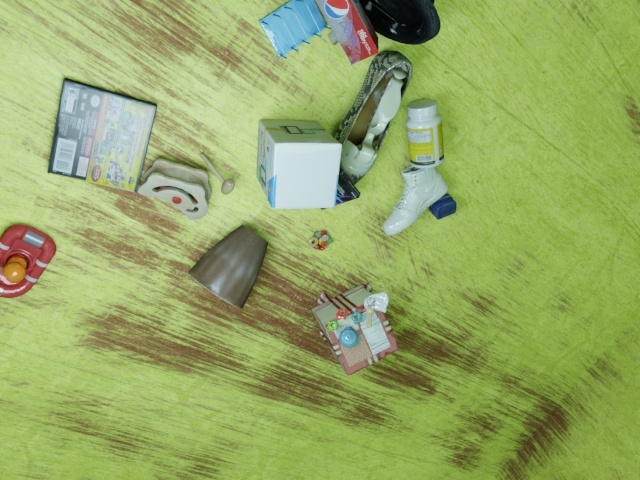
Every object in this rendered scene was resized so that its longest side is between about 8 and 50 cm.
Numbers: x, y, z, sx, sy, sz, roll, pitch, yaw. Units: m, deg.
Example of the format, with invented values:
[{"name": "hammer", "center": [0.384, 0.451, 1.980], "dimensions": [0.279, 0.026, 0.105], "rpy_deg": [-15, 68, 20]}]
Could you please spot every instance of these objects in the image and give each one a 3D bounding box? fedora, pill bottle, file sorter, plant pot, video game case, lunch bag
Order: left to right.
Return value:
[{"name": "video game case", "center": [-0.628, -0.294, 1.493], "dimensions": [0.248, 0.035, 0.275], "rpy_deg": [12, 110, -24]}, {"name": "plant pot", "center": [-0.282, 0.070, 1.718], "dimensions": [0.215, 0.215, 0.230], "rpy_deg": [37, 86, -30]}, {"name": "file sorter", "center": [-0.066, -0.616, 1.485], "dimensions": [0.170, 0.104, 0.118], "rpy_deg": [-34, 122, -1]}, {"name": "fedora", "center": [0.214, -0.710, 1.451], "dimensions": [0.334, 0.334, 0.153], "rpy_deg": [34, 81, -30]}, {"name": "pill bottle", "center": [0.353, -0.361, 1.753], "dimensions": [0.119, 0.119, 0.209], "rpy_deg": [-18, 120, -10]}, {"name": "lunch bag", "center": [0.452, -0.128, 1.939], "dimensions": [0.098, 0.065, 0.067], "rpy_deg": [-20, 136, -10]}]

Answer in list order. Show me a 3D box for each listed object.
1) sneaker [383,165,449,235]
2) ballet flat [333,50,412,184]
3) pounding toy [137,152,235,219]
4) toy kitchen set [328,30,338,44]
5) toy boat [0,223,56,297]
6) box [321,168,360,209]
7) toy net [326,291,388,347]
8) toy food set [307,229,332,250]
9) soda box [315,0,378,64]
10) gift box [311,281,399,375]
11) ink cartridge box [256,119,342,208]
[{"name": "sneaker", "center": [0.308, -0.166, 1.853], "dimensions": [0.292, 0.108, 0.169], "rpy_deg": [-42, 120, -7]}, {"name": "ballet flat", "center": [0.155, -0.361, 1.646], "dimensions": [0.164, 0.182, 0.483], "rpy_deg": [16, 110, -23]}, {"name": "pounding toy", "center": [-0.411, -0.174, 1.611], "dimensions": [0.269, 0.155, 0.154], "rpy_deg": [15, 139, -16]}, {"name": "toy kitchen set", "center": [0.070, -0.644, 1.566], "dimensions": [0.083, 0.075, 0.068], "rpy_deg": [-23, 85, -44]}, {"name": "toy boat", "center": [-0.892, 0.075, 1.520], "dimensions": [0.151, 0.151, 0.231], "rpy_deg": [32, 102, -29]}, {"name": "box", "center": [0.038, -0.168, 1.740], "dimensions": [0.162, 0.029, 0.116], "rpy_deg": [-18, 129, 35]}, {"name": "toy net", "center": [0.136, 0.256, 1.787], "dimensions": [0.232, 0.122, 0.045], "rpy_deg": [-45, 163, -6]}, {"name": "toy food set", "center": [0.000, 0.000, 1.871], "dimensions": [0.083, 0.020, 0.082], "rpy_deg": [38, 99, -30]}, {"name": "soda box", "center": [0.068, -0.626, 1.431], "dimensions": [0.092, 0.083, 0.263], "rpy_deg": [-18, 137, 24]}, {"name": "gift box", "center": [0.125, 0.304, 1.940], "dimensions": [0.255, 0.258, 0.276], "rpy_deg": [-21, 99, -8]}, {"name": "ink cartridge box", "center": [-0.075, -0.239, 1.577], "dimensions": [0.197, 0.270, 0.198], "rpy_deg": [-3, 117, -16]}]
